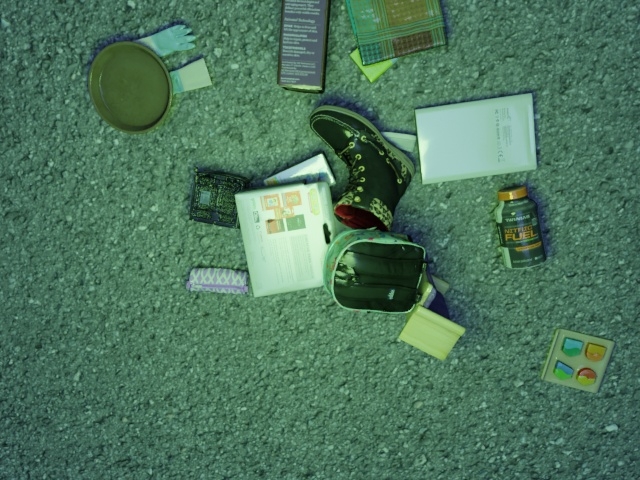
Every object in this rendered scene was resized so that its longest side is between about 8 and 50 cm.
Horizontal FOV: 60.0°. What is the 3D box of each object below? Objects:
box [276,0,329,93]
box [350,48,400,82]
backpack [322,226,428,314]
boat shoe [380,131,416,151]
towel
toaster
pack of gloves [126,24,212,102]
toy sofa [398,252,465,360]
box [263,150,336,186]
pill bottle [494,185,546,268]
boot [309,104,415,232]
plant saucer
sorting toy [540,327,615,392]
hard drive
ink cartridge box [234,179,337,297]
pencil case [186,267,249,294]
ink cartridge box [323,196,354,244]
[{"bbox_3d":[-0.042,-0.629,1.604,0.143,0.191,0.382,6,102,1],"label":"box"},{"bbox_3d":[0.189,-0.578,1.679,0.178,0.042,0.109,-39,97,9],"label":"box"},{"bbox_3d":[0.133,0.078,1.505,0.253,0.191,0.225,2,109,-22],"label":"backpack"},{"bbox_3d":[0.205,-0.306,1.730,0.184,0.066,0.063,4,101,-8],"label":"boat shoe"},{"bbox_3d":[0.206,-0.723,1.621,0.271,0.040,0.370,-13,91,5],"label":"towel"},{"bbox_3d":[-0.319,-0.139,1.759,0.168,0.110,0.186,10,102,0],"label":"toaster"},{"bbox_3d":[-0.466,-0.548,1.724,0.232,0.046,0.195,-14,105,13],"label":"pack of gloves"},{"bbox_3d":[0.334,0.183,1.671,0.150,0.362,0.177,28,107,-3],"label":"toy sofa"},{"bbox_3d":[-0.062,-0.189,1.735,0.203,0.114,0.103,-24,101,7],"label":"box"},{"bbox_3d":[0.618,-0.045,1.728,0.130,0.130,0.246,-14,100,5],"label":"pill bottle"},{"bbox_3d":[0.101,-0.199,1.620,0.377,0.284,0.138,35,144,-21],"label":"boot"},{"bbox_3d":[-0.585,-0.472,1.721,0.277,0.041,0.278,2,107,8],"label":"plant saucer"},{"bbox_3d":[0.865,0.407,1.858,0.208,0.038,0.193,13,102,0],"label":"sorting toy"},{"bbox_3d":[0.479,-0.313,1.721,0.352,0.047,0.233,-7,102,3],"label":"hard drive"},{"bbox_3d":[-0.085,-0.013,1.633,0.271,0.130,0.310,-8,101,3],"label":"ink cartridge box"},{"bbox_3d":[-0.336,0.135,1.829,0.206,0.088,0.086,1,104,1],"label":"pencil case"},{"bbox_3d":[0.000,0.000,1.764,0.307,0.129,0.223,-16,99,6],"label":"ink cartridge box"}]
